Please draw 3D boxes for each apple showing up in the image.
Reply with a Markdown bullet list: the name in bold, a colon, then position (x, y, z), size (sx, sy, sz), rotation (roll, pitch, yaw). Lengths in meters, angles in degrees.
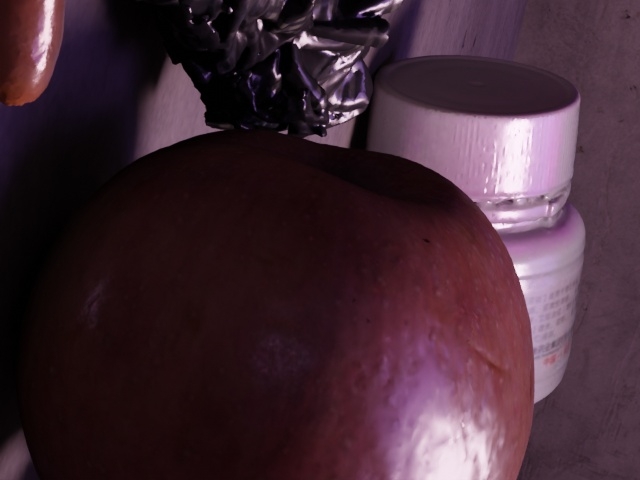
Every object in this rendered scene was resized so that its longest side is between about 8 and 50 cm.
- **apple**: position (-0.022, 0.062, 1.047), size (0.306, 0.305, 0.235), rotation (-36, 140, -75)

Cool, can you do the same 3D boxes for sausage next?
- **sausage**: position (-0.123, -0.134, 0.790), size (0.047, 0.040, 0.177), rotation (-51, 158, -50)

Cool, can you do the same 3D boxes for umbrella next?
- **umbrella**: position (-0.030, -0.148, 1.070), size (0.154, 0.128, 0.336), rotation (-62, 166, -10)

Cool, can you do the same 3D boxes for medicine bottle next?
- **medicine bottle**: position (0.146, -0.008, 1.982), size (0.256, 0.256, 0.325), rotation (-54, 152, -64)
